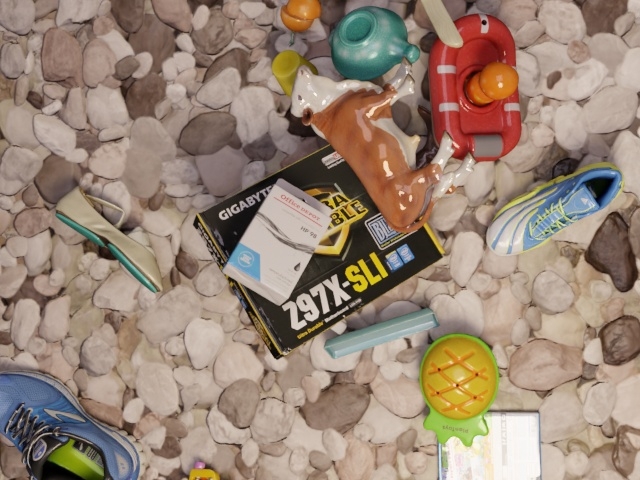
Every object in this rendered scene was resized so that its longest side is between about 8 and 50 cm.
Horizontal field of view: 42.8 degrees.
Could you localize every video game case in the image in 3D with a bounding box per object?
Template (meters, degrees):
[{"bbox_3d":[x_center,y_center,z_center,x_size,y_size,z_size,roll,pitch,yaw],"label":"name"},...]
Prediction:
[{"bbox_3d":[0.278,0.342,1.346,0.166,0.015,0.119,-1,89,8],"label":"video game case"}]

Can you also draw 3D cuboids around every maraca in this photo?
[{"bbox_3d":[0.222,0.241,1.317,0.127,0.099,0.186,4,96,15],"label":"maraca"}]

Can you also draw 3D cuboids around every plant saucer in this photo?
[{"bbox_3d":[0.101,0.154,1.358,0.192,0.067,0.018,-18,62,8],"label":"plant saucer"}]

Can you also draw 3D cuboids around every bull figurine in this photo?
[{"bbox_3d":[0.092,-0.165,1.263,0.188,0.101,0.310,-34,94,22],"label":"bull figurine"}]

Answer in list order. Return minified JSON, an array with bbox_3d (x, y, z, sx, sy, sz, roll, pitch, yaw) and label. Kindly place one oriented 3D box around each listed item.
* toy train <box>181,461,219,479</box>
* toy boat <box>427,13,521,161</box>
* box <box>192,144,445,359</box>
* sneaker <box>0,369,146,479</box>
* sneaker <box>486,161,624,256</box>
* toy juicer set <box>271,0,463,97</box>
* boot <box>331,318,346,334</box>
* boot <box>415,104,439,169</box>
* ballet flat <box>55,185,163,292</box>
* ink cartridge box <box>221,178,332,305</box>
[{"bbox_3d":[-0.200,0.452,1.388,0.166,0.046,0.125,25,80,31],"label":"toy train"},{"bbox_3d":[0.259,-0.244,1.285,0.150,0.151,0.231,-4,88,-17],"label":"toy boat"},{"bbox_3d":[0.000,0.000,1.305,0.322,0.079,0.257,-29,85,-20],"label":"box"},{"bbox_3d":[-0.460,0.327,1.392,0.330,0.147,0.130,27,92,9],"label":"sneaker"},{"bbox_3d":[0.370,-0.055,1.289,0.240,0.126,0.091,-33,84,6],"label":"sneaker"},{"bbox_3d":[0.078,-0.362,1.353,0.328,0.089,0.209,-8,69,23],"label":"toy juicer set"},{"bbox_3d":[-0.028,0.032,1.365,0.258,0.095,0.123,42,86,2],"label":"boot"},{"bbox_3d":[0.166,-0.154,1.370,0.114,0.037,0.106,-45,84,9],"label":"boot"},{"bbox_3d":[-0.353,-0.009,1.425,0.248,0.086,0.086,36,94,9],"label":"ballet flat"},{"bbox_3d":[-0.056,-0.008,1.219,0.104,0.060,0.180,31,69,-5],"label":"ink cartridge box"}]
